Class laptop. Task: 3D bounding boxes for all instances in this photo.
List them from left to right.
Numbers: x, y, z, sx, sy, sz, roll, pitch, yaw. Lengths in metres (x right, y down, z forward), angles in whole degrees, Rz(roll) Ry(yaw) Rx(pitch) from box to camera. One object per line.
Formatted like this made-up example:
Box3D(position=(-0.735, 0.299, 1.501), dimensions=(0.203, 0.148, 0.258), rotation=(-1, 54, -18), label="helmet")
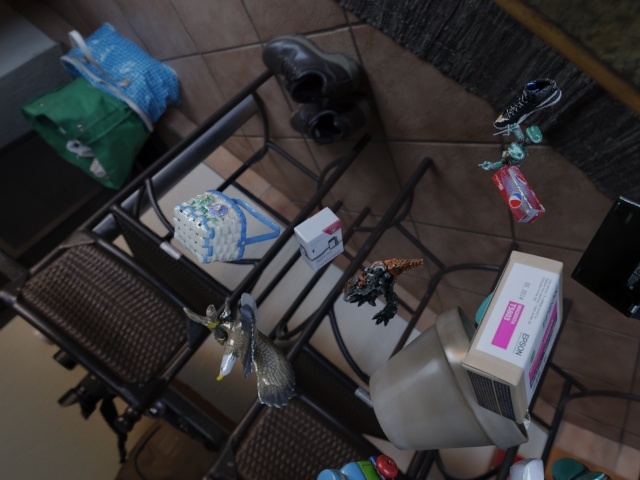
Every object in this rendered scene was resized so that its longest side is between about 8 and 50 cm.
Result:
Box3D(position=(1.247, 0.091, 1.520), dimensions=(0.408, 0.236, 0.382), rotation=(53, 138, 49), label="laptop")

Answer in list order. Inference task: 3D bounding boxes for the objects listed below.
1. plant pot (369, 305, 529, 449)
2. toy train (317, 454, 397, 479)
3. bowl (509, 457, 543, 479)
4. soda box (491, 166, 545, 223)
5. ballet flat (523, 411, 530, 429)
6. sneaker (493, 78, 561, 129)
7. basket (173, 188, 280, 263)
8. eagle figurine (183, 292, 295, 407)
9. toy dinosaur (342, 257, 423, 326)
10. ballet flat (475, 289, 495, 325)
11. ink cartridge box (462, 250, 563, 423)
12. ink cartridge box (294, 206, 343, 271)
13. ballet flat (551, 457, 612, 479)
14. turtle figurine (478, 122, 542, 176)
Box3D(position=(0.284, 0.360, 0.999), dimensions=(0.280, 0.323, 0.323), rotation=(-30, 115, 18), label="plant pot")
Box3D(position=(0.098, 0.475, 0.664), dimensions=(0.143, 0.105, 0.248), rotation=(19, -161, -34), label="toy train")
Box3D(position=(0.590, 0.701, 1.193), dimensions=(0.141, 0.142, 0.053), rotation=(15, 168, -41), label="bowl")
Box3D(position=(0.849, -0.202, 1.785), dimensions=(0.083, 0.264, 0.092), rotation=(5, 143, -24), label="soda box")
Box3D(position=(0.565, 0.508, 1.182), dimensions=(0.070, 0.188, 0.070), rotation=(3, 95, 29), label="ballet flat")
Box3D(position=(0.662, -0.458, 1.363), dimensions=(0.216, 0.079, 0.121), rotation=(-28, 151, 32), label="sneaker")
Box3D(position=(-0.308, -0.052, 1.359), dimensions=(0.254, 0.288, 0.201), rotation=(32, 121, 30), label="basket")
Box3D(position=(-0.194, 0.279, 1.093), dimensions=(0.298, 0.226, 0.226), rotation=(13, -172, 39), label="eagle figurine")
Box3D(position=(0.187, 0.135, 1.369), dimensions=(0.164, 0.219, 0.322), rotation=(25, 133, -7), label="toy dinosaur")
Box3D(position=(0.729, 0.210, 1.573), dimensions=(0.123, 0.123, 0.349), rotation=(32, 118, 15), label="ballet flat")
Box3D(position=(0.346, 0.170, 0.726), dimensions=(0.088, 0.235, 0.193), rotation=(17, 153, 38), label="ink cartridge box")
Box3D(position=(0.000, 0.000, 1.111), dimensions=(0.063, 0.109, 0.151), rotation=(46, 163, 31), label="ink cartridge box")
Box3D(position=(0.692, 0.649, 1.086), dimensions=(0.096, 0.095, 0.280), rotation=(60, -179, 21), label="ballet flat")
Box3D(position=(0.634, -0.301, 1.378), dimensions=(0.118, 0.175, 0.234), rotation=(28, -177, 1), label="turtle figurine")
